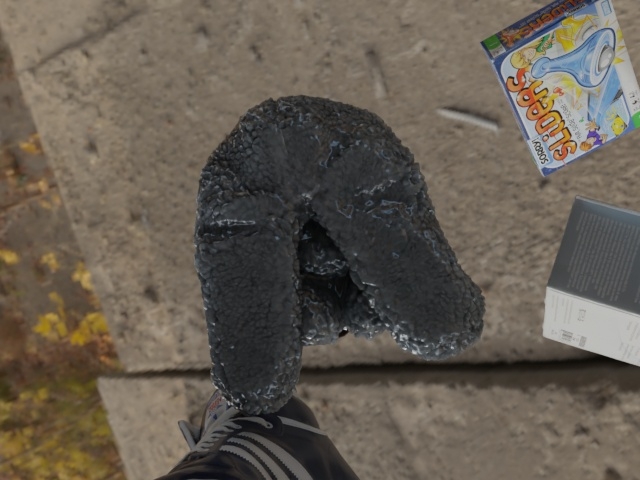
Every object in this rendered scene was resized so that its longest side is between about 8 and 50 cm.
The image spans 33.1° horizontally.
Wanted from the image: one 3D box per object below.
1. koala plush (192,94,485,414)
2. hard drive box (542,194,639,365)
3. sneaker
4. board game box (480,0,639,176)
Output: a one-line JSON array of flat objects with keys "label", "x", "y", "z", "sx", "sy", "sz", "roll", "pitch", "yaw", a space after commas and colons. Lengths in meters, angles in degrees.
[{"label": "koala plush", "x": 0.000, "y": 0.000, "z": 0.808, "sx": 0.221, "sy": 0.196, "sz": 0.203, "roll": 3, "pitch": -109, "yaw": -88}, {"label": "hard drive box", "x": 0.318, "y": 0.059, "z": 0.933, "sx": 0.232, "sy": 0.089, "sz": 0.181, "roll": 18, "pitch": 167, "yaw": 15}, {"label": "sneaker", "x": -0.072, "y": 0.157, "z": 0.762, "sx": 0.099, "sy": 0.282, "sz": 0.153, "roll": -44, "pitch": 62, "yaw": 14}, {"label": "board game box", "x": 0.269, "y": -0.171, "z": 1.170, "sx": 0.201, "sy": 0.136, "sz": 0.035, "roll": 52, "pitch": -167, "yaw": -45}]
